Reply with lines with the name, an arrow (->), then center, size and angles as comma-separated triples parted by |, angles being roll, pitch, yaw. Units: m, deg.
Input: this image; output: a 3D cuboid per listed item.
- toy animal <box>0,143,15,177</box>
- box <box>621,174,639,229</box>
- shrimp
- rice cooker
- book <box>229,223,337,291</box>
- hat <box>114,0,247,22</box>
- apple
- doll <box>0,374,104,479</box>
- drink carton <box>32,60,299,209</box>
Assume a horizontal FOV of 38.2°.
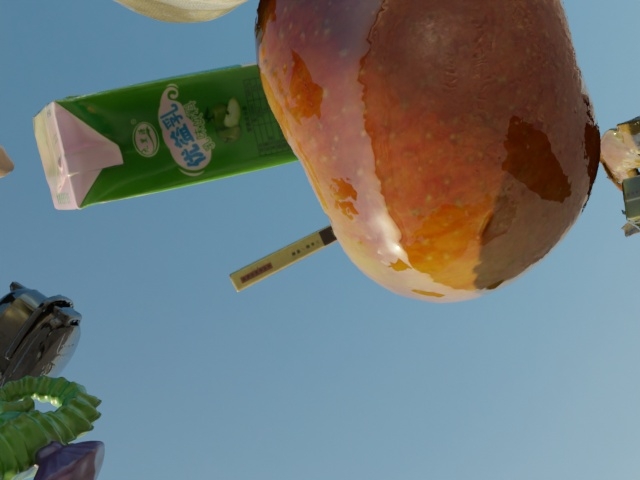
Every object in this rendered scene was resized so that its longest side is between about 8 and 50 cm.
toy animal -> -0.478, -0.040, 1.074 | 0.154, 0.166, 0.250 | 35, -99, -12
box -> 0.211, -0.012, 0.434 | 0.133, 0.090, 0.023 | 20, -120, -46
shrimp -> 0.219, -0.038, 0.589 | 0.180, 0.099, 0.041 | 85, -163, -74
rice cooker -> -0.362, 0.133, 1.113 | 0.165, 0.106, 0.112 | -64, -9, -1
book -> 0.000, 0.000, 1.126 | 0.230, 0.161, 0.026 | -27, -91, -2
hat -> -0.127, -0.250, 0.673 | 0.232, 0.275, 0.161 | -56, -39, -24
apple -> 0.067, -0.086, 0.533 | 0.210, 0.173, 0.235 | -17, -97, -82
doll -> -0.187, 0.120, 0.516 | 0.190, 0.115, 0.050 | -28, -49, -65
drink carton -> -0.136, -0.109, 0.918 | 0.271, 0.161, 0.108 | -14, -83, -22
